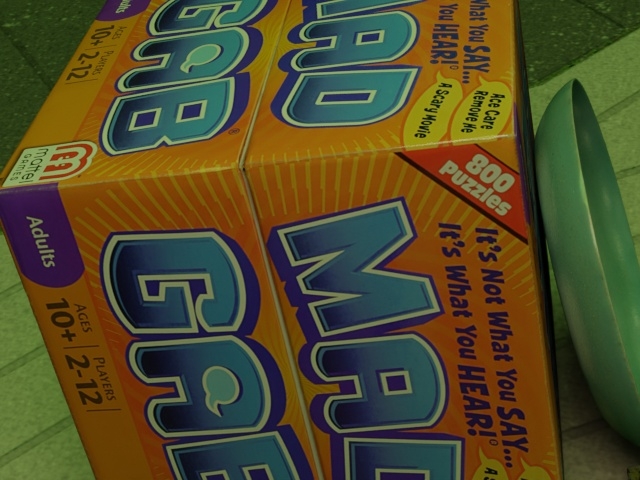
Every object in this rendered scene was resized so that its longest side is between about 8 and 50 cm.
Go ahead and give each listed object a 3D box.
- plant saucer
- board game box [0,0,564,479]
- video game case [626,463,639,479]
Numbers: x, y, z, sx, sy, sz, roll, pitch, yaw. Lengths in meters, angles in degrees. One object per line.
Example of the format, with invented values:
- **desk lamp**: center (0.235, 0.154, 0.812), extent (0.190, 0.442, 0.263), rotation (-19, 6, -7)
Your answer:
- **plant saucer**: center (0.232, 0.024, 1.089), extent (0.044, 0.317, 0.317), rotation (-14, 35, 18)
- **board game box**: center (0.000, 0.000, 1.076), extent (0.356, 0.356, 0.356), rotation (-6, 33, 11)
- **video game case**: center (0.369, 0.161, 0.985), extent (0.232, 0.210, 0.041), rotation (-12, 79, -3)
